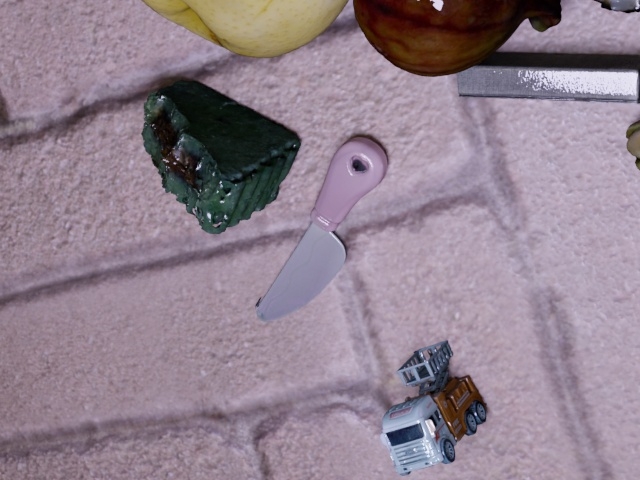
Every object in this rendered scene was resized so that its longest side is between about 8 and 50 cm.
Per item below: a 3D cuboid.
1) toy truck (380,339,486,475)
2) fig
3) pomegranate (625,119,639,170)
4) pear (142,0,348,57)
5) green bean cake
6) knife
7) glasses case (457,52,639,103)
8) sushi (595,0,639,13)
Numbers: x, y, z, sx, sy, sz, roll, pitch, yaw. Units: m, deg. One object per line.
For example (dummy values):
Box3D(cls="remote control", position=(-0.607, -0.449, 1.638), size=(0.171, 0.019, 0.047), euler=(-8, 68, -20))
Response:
Box3D(cls="toy truck", position=(0.138, 0.215, 1.343), size=(0.080, 0.177, 0.115), euler=(-22, 96, 30))
Box3D(cls="fig", position=(0.138, -0.291, 1.134), size=(0.214, 0.235, 0.235), euler=(16, 115, 36))
Box3D(cls="pomegranate", position=(0.435, -0.142, 1.094), size=(0.189, 0.241, 0.159), euler=(-1, 75, 2))
Box3D(cls="pear", position=(-0.084, -0.365, 1.182), size=(0.309, 0.309, 0.309), euler=(9, 112, 23))
Box3D(cls="green bean cake", position=(-0.156, -0.112, 1.365), size=(0.208, 0.193, 0.107), euler=(33, 125, 14))
Box3D(cls="knife", position=(0.003, 0.001, 1.425), size=(0.081, 0.043, 0.336), euler=(32, 125, 5))
Box3D(cls="glasses case", position=(0.264, -0.185, 1.201), size=(0.204, 0.071, 0.047), euler=(6, 114, 24))
Box3D(cls="sushi", position=(0.364, -0.319, 1.043), size=(0.343, 0.182, 0.197), euler=(13, 115, 23))
